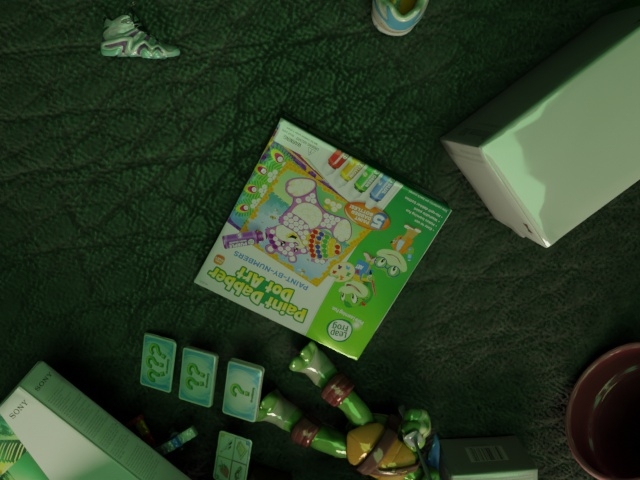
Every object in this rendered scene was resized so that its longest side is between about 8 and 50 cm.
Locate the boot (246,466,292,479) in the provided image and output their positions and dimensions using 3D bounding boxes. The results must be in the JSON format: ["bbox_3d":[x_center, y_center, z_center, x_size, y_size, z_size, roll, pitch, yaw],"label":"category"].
[{"bbox_3d":[-0.017,0.473,0.991,0.283,0.109,0.220,21,98,-6],"label":"boot"}]

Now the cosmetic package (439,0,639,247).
[{"bbox_3d":[0.351,-0.170,0.849,0.365,0.197,0.155,-36,102,2],"label":"cosmetic package"}]

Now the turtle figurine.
[{"bbox_3d":[0.039,0.272,0.893,0.266,0.275,0.198,38,132,11],"label":"turtle figurine"}]

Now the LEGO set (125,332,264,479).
[{"bbox_3d":[-0.182,0.264,0.936,0.182,0.060,0.244,14,105,16],"label":"LEGO set"}]

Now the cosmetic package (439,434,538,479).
[{"bbox_3d":[0.240,0.416,1.007,0.127,0.107,0.238,-2,105,-3],"label":"cosmetic package"}]

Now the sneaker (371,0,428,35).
[{"bbox_3d":[0.111,-0.369,0.840,0.087,0.092,0.228,3,100,-3],"label":"sneaker"}]

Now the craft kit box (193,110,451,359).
[{"bbox_3d":[0.000,0.000,0.908,0.250,0.061,0.246,27,109,-10],"label":"craft kit box"}]

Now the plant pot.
[{"bbox_3d":[0.474,0.267,0.960,0.180,0.201,0.201,34,97,-26],"label":"plant pot"}]

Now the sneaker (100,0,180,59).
[{"bbox_3d":[-0.224,-0.261,0.862,0.098,0.038,0.069,2,102,-5],"label":"sneaker"}]

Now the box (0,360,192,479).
[{"bbox_3d":[-0.313,0.330,0.925,0.322,0.058,0.232,43,119,-10],"label":"box"}]
